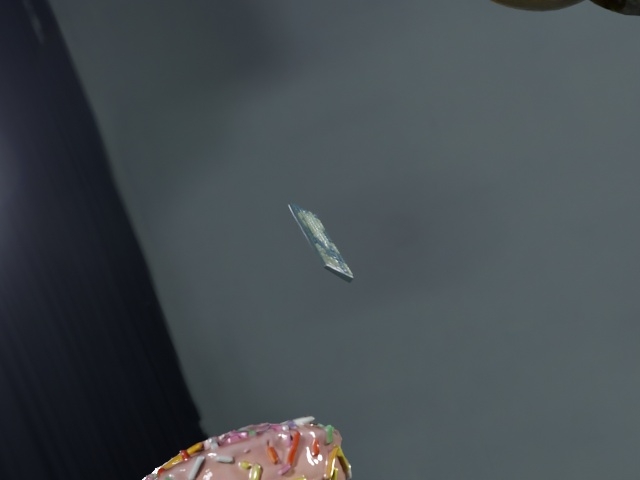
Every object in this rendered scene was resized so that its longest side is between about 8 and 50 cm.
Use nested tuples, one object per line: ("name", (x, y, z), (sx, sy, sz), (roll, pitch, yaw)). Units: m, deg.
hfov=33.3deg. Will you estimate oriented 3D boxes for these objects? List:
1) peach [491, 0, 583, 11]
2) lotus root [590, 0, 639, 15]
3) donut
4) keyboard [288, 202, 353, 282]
("peach", (0.248, -0.372, 1.199), (0.251, 0.251, 0.153), (-15, 56, 24))
("lotus root", (0.384, -0.446, 1.426), (0.142, 0.210, 0.314), (0, 35, -3))
("donut", (-0.087, 0.255, 1.004), (0.199, 0.085, 0.233), (3, -40, -38))
("keyboard", (-0.001, 0.001, 1.570), (0.014, 0.055, 0.176), (-52, 34, 15))
